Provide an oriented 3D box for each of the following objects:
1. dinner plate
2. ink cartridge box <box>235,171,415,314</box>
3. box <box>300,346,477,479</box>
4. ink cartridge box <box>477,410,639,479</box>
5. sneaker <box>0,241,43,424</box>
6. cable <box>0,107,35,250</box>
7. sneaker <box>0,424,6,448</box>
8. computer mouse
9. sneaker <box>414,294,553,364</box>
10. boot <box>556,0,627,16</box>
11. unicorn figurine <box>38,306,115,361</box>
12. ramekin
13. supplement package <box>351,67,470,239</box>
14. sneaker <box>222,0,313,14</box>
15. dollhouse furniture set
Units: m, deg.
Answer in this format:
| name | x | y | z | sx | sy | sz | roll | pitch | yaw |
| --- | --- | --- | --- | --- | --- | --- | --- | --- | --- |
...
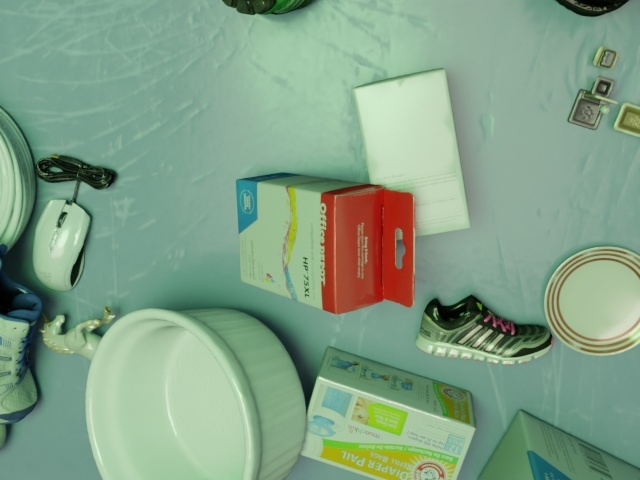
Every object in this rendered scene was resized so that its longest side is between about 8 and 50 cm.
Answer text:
| name | x | y | z | sx | sy | sz | roll | pitch | yaw |
| --- | --- | --- | --- | --- | --- | --- | --- | --- | --- |
| dinner plate | 0.349 | 0.075 | 0.876 | 0.141 | 0.017 | 0.141 | 2 | 104 | 8 |
| ink cartridge box | 0.000 | 0.000 | 0.812 | 0.231 | 0.078 | 0.134 | 13 | 109 | 48 |
| box | 0.084 | 0.233 | 0.907 | 0.203 | 0.103 | 0.114 | 17 | 105 | 4 |
| ink cartridge box | 0.356 | 0.366 | 0.836 | 0.307 | 0.223 | 0.129 | 26 | 106 | 2 |
| sneaker | -0.418 | 0.129 | 0.921 | 0.130 | 0.112 | 0.297 | -12 | 129 | -1 |
| cable | -0.501 | -0.076 | 0.930 | 0.256 | 0.089 | 0.257 | -8 | 102 | 9 |
| sneaker | -0.562 | 0.197 | 0.929 | 0.131 | 0.148 | 0.350 | -10 | 122 | 26 |
| computer mouse | -0.343 | -0.015 | 0.943 | 0.105 | 0.042 | 0.193 | 17 | 105 | 3 |
| sneaker | 0.203 | 0.106 | 0.880 | 0.170 | 0.063 | 0.075 | 2 | 110 | 13 |
| boot | 0.202 | -0.338 | 0.674 | 0.347 | 0.260 | 0.131 | 27 | 105 | 1 |
| unicorn figurine | -0.310 | 0.136 | 0.963 | 0.111 | 0.060 | 0.162 | -38 | 101 | 25 |
| ramekin | -0.150 | 0.213 | 0.875 | 0.277 | 0.135 | 0.278 | 3 | 96 | 35 |
| supplement package | 0.108 | -0.102 | 0.824 | 0.105 | 0.105 | 0.180 | -9 | 102 | 11 |
| sneaker | -0.011 | -0.411 | 0.750 | 0.134 | 0.146 | 0.344 | 32 | 114 | 14 |
| dollhouse furniture set | 0.354 | -0.156 | 0.788 | 0.114 | 0.081 | 0.091 | 19 | 105 | 4 |
